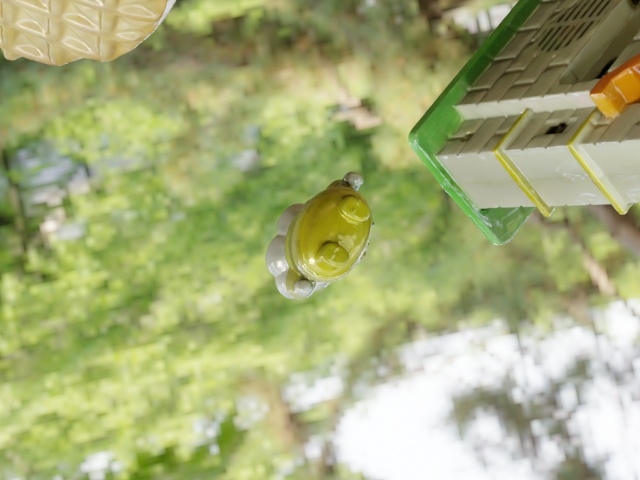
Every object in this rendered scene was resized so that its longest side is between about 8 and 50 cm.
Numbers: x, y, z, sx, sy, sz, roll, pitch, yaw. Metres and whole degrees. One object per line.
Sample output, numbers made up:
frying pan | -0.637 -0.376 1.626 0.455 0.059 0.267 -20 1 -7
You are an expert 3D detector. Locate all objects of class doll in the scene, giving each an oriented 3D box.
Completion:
doll | 0.000 0.000 1.512 0.062 0.106 0.162 28 170 -9

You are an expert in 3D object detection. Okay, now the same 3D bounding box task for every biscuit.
biscuit | -0.191 -0.207 1.190 0.205 0.040 0.309 6 148 28

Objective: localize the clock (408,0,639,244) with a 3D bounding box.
clock | 0.215 -0.107 1.209 0.220 0.106 0.255 -50 -156 -21
